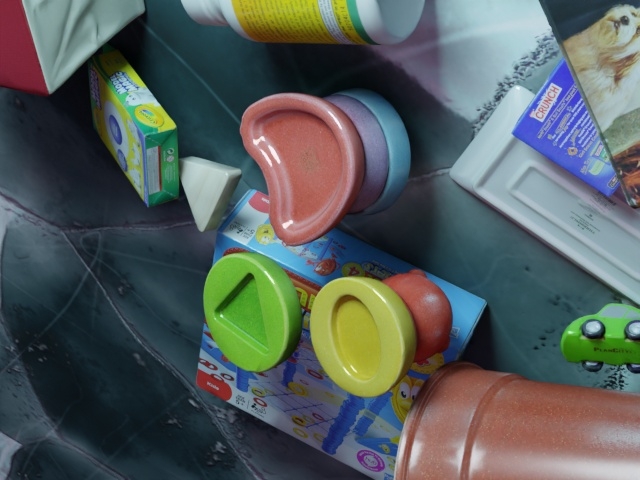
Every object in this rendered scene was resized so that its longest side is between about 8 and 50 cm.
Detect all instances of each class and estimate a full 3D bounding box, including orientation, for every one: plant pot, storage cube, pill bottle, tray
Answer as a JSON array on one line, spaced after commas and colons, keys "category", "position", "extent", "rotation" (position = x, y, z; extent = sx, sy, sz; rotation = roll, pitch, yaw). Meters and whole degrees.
[{"category": "plant pot", "position": [0.253, 0.254, 1.070], "extent": [0.265, 0.272, 0.272], "rotation": [-4, 125, 35]}, {"category": "storage cube", "position": [-0.318, -0.283, 1.085], "extent": [0.193, 0.183, 0.215], "rotation": [15, 134, 22]}, {"category": "pill bottle", "position": [-0.020, -0.237, 0.979], "extent": [0.208, 0.117, 0.117], "rotation": [8, 131, 29]}, {"category": "tray", "position": [0.261, -0.024, 1.052], "extent": [0.270, 0.030, 0.145], "rotation": [35, 137, 2]}]

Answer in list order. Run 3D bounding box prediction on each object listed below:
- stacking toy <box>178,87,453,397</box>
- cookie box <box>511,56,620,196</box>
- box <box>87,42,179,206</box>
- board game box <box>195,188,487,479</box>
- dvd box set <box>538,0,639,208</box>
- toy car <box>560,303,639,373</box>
[{"category": "stacking toy", "position": [0.000, 0.000, 1.144], "extent": [0.280, 0.130, 0.308], "rotation": [-9, 95, 45]}, {"category": "cookie box", "position": [0.241, -0.107, 0.967], "extent": [0.107, 0.040, 0.092], "rotation": [34, 124, 2]}, {"category": "box", "position": [-0.213, -0.133, 1.203], "extent": [0.179, 0.043, 0.105], "rotation": [53, 151, 38]}, {"category": "board game box", "position": [0.010, 0.128, 1.313], "extent": [0.308, 0.086, 0.302], "rotation": [25, 137, 12]}, {"category": "dvd box set", "position": [0.331, -0.228, 0.677], "extent": [0.420, 0.062, 0.307], "rotation": [-22, 93, 38]}, {"category": "toy car", "position": [0.348, 0.092, 1.047], "extent": [0.225, 0.053, 0.239], "rotation": [2, 137, 17]}]
